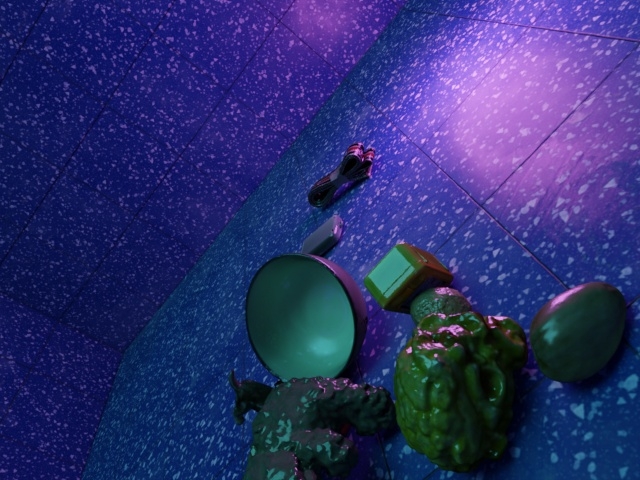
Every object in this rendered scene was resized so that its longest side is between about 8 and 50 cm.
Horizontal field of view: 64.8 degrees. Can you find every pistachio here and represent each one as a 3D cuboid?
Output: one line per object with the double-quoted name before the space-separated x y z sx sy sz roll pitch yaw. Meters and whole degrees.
"pistachio" 0.408 0.139 0.802 0.126 0.108 0.186 29 76 45

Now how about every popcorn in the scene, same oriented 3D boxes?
"popcorn" 0.229 0.236 0.863 0.173 0.225 0.286 -3 57 58

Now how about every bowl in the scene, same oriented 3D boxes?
"bowl" -0.015 0.202 1.367 0.354 0.354 0.185 -43 -18 27

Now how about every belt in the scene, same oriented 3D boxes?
"belt" 0.075 -0.252 1.998 0.359 0.126 0.094 -36 27 41

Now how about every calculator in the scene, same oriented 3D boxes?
"calculator" 0.000 0.000 1.889 0.246 0.045 0.141 -40 25 32

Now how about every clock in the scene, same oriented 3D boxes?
"clock" 0.203 0.092 1.142 0.143 0.202 0.096 -51 57 15

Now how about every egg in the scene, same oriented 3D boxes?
"egg" 0.257 0.156 1.061 0.140 0.116 0.118 10 44 31

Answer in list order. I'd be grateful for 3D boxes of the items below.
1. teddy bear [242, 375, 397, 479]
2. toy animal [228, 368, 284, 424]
"teddy bear" -0.046 0.461 1.054 0.357 0.224 0.368 -31 23 43
"toy animal" -0.137 0.441 1.400 0.121 0.233 0.169 -70 -15 -57
